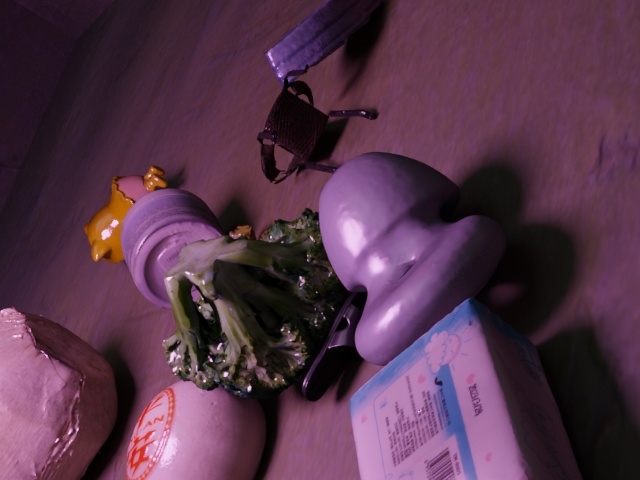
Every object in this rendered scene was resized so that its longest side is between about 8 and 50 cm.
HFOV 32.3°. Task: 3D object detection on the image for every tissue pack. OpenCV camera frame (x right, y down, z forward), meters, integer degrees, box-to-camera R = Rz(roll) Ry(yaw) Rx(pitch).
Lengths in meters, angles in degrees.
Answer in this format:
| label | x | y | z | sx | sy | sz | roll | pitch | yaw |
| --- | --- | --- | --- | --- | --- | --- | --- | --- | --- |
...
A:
| label | x | y | z | sx | sy | sz | roll | pitch | yaw |
| --- | --- | --- | --- | --- | --- | --- | --- | --- | --- |
| tissue pack | 0.138 | 0.212 | 1.058 | 0.201 | 0.124 | 0.271 | -47 | 26 | 25 |

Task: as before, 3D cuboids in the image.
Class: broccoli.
| label | x | y | z | sx | sy | sz | roll | pitch | yaw |
| --- | --- | --- | --- | --- | --- | --- | --- | --- | --- |
| broccoli | -0.091 | 0.078 | 1.477 | 0.294 | 0.245 | 0.265 | -36 | 43 | -1 |

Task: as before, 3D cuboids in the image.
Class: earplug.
| label | x | y | z | sx | sy | sz | roll | pitch | yaw |
| --- | --- | --- | --- | --- | --- | --- | --- | --- | --- |
| earplug | 0.097 | 0.015 | 1.290 | 0.214 | 0.175 | 0.325 | -45 | 28 | 13 |

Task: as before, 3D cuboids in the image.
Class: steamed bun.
| label | x | y | z | sx | sy | sz | roll | pitch | yaw |
| --- | --- | --- | --- | --- | --- | --- | --- | --- | --- |
| steamed bun | -0.190 | 0.289 | 1.545 | 0.232 | 0.145 | 0.232 | -42 | 30 | 31 |

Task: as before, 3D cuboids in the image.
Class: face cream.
| label | x | y | z | sx | sy | sz | roll | pitch | yaw |
| --- | --- | --- | --- | --- | --- | --- | --- | --- | --- |
| face cream | -0.252 | 0.015 | 1.925 | 0.177 | 0.177 | 0.153 | -54 | 27 | 10 |

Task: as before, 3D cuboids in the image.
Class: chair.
| label | x | y | z | sx | sy | sz | roll | pitch | yaw |
| --- | --- | --- | --- | --- | --- | --- | --- | --- | --- |
| chair | -0.032 | -0.179 | 1.788 | 0.213 | 0.149 | 0.174 | -4 | 59 | 65 |

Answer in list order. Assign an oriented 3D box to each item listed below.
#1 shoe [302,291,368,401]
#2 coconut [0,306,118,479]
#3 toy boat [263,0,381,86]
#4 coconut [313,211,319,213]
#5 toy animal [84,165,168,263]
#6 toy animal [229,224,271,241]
| label | x | y | z | sx | sy | sz | roll | pitch | yaw |
| --- | --- | --- | --- | --- | --- | --- | --- | --- | --- |
| shoe | 0.035 | 0.141 | 1.408 | 0.053 | 0.062 | 0.159 | 26 | 80 | 41 |
| coconut | -0.552 | 0.323 | 1.954 | 0.360 | 0.346 | 0.346 | -55 | 25 | 5 |
| toy boat | -0.001 | -0.351 | 1.890 | 0.127 | 0.078 | 0.283 | -24 | 18 | 47 |
| coconut | 0.000 | 0.000 | 1.604 | 0.082 | 0.081 | 0.083 | 80 | -161 | -73 |
| toy animal | -0.407 | -0.057 | 2.335 | 0.230 | 0.156 | 0.156 | -49 | 27 | 12 |
| toy animal | -0.097 | 0.018 | 1.768 | 0.181 | 0.073 | 0.136 | -30 | 30 | 51 |
